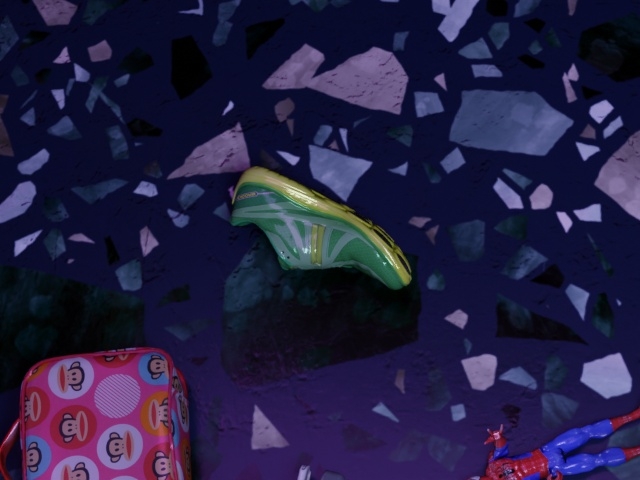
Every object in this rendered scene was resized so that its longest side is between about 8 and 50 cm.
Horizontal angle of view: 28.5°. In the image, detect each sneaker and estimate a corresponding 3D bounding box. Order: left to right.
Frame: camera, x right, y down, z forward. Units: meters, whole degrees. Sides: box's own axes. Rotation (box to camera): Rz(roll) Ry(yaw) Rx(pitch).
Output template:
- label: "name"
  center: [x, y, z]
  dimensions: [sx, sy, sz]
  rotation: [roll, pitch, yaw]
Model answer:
- label: "sneaker"
  center: [0.000, 0.000, 1.841]
  dimensions: [0.296, 0.109, 0.123]
  rotation: [29, 96, 13]

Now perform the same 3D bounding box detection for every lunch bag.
- label: "lunch bag"
  center: [-0.310, 0.299, 1.719]
  dimensions: [0.258, 0.120, 0.293]
  rotation: [-6, 68, 3]

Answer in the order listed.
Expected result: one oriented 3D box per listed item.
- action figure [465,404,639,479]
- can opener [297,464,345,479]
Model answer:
- label: "action figure"
  center: [0.321, 0.279, 1.672]
  dimensions: [0.280, 0.139, 0.091]
  rotation: [-20, 66, -1]
- label: "can opener"
  center: [-0.038, 0.431, 1.667]
  dimensions: [0.093, 0.074, 0.280]
  rotation: [14, 70, 9]
